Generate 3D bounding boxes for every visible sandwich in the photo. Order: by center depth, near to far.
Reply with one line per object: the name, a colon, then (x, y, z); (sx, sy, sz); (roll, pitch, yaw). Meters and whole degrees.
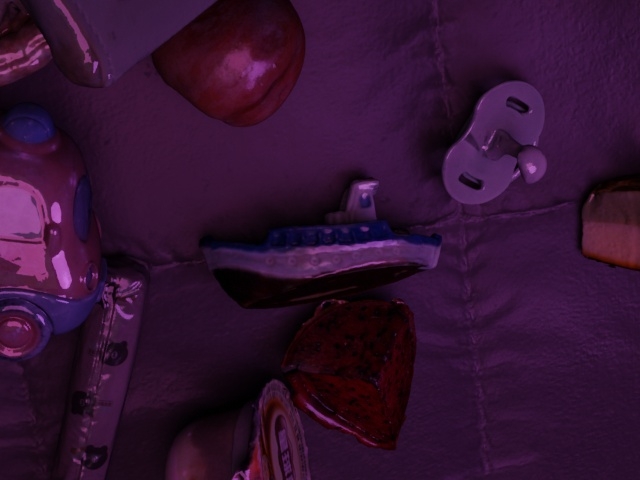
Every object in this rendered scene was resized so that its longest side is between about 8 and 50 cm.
sandwich: (0.436, -0.026, 1.441); (0.186, 0.220, 0.108); (-17, 110, -43)

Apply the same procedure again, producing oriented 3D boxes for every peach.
peach: (-0.083, -0.198, 1.288); (0.152, 0.152, 0.152); (-3, 107, -9)

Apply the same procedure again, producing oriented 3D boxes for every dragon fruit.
dragon fruit: (0.044, 0.151, 1.446); (0.121, 0.127, 0.161); (11, 140, 28)

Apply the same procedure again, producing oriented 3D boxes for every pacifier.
pacifier: (0.207, -0.094, 1.377); (0.127, 0.116, 0.150); (31, 96, -43)

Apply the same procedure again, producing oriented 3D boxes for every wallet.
wallet: (-0.167, -0.326, 1.167); (0.360, 0.083, 0.252); (-47, 111, -38)

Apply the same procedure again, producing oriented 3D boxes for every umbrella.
umbrella: (-0.250, 0.180, 1.402); (0.067, 0.073, 0.337); (15, 105, 6)

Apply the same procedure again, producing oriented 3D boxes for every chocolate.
chocolate: (-0.100, 0.265, 1.403); (0.147, 0.221, 0.221); (-12, 109, 10)

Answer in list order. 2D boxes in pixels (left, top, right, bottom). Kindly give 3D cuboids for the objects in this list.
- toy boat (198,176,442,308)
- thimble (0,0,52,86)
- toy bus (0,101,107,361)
toy boat: (0.000, 0.000, 1.378); (0.262, 0.114, 0.115); (-12, 72, -7)
thimble: (-0.326, -0.253, 1.223); (0.229, 0.148, 0.196); (-36, 107, 0)
toy bus: (-0.350, -0.033, 1.238); (0.294, 0.197, 0.231); (8, 115, -10)
